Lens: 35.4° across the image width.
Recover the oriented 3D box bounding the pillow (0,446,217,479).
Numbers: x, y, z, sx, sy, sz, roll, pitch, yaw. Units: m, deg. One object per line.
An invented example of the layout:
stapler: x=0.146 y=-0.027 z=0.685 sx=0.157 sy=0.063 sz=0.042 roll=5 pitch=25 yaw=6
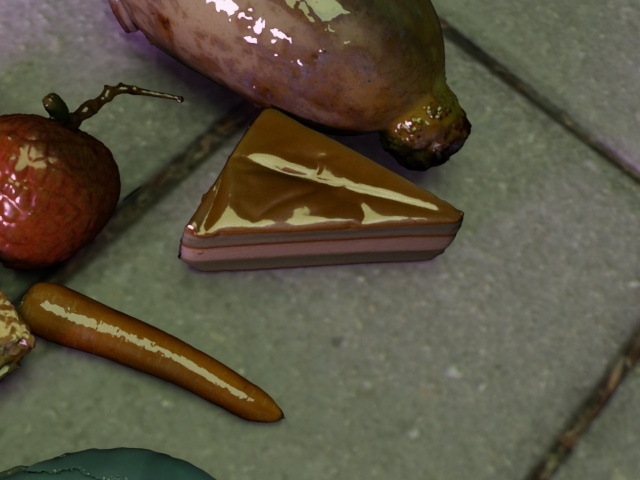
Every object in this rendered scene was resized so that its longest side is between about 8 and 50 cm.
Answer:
pillow: x=-0.127 y=0.226 z=0.556 sx=0.214 sy=0.086 sz=0.233 roll=11 pitch=61 yaw=1

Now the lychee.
lychee: x=-0.179 y=-0.047 z=0.671 sx=0.114 sy=0.101 sz=0.140 roll=27 pitch=63 yaw=-37

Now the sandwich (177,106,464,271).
sandwich: x=0.000 y=0.000 z=0.694 sx=0.163 sy=0.079 sz=0.113 roll=29 pitch=65 yaw=3

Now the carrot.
carrot: x=-0.108 y=0.075 z=0.660 sx=0.190 sy=0.037 sz=0.037 roll=23 pitch=62 yaw=0

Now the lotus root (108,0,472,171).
lotus root: x=-0.017 y=-0.167 z=0.736 sx=0.309 sy=0.173 sz=0.173 roll=32 pitch=63 yaw=4

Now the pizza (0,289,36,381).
pizza: x=-0.274 y=0.051 z=0.628 sx=0.197 sy=0.058 sz=0.292 roll=6 pitch=64 yaw=-6
